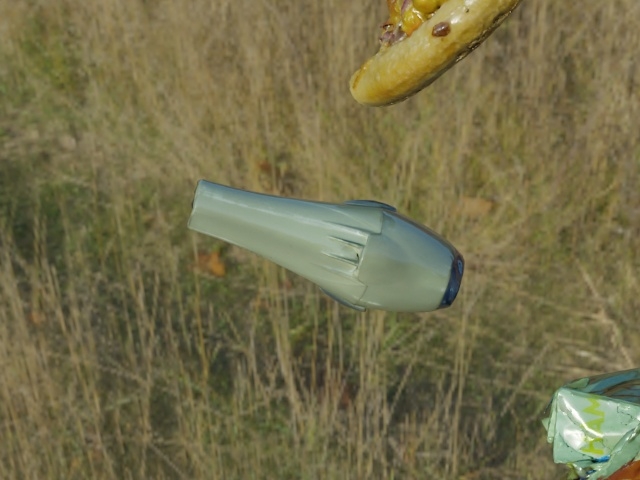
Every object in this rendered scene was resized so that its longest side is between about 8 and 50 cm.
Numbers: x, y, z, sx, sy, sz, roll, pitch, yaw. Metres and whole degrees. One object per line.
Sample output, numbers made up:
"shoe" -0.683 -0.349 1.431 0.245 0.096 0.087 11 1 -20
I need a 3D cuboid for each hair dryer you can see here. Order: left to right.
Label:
"hair dryer" -0.023 -0.007 1.247 0.295 0.119 0.298 17 0 -28

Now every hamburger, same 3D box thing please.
"hamburger" 0.351 0.213 1.301 0.260 0.276 0.150 -26 79 -33

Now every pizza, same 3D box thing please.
"pizza" 0.179 -0.304 1.223 0.114 0.409 0.278 40 35 -14
